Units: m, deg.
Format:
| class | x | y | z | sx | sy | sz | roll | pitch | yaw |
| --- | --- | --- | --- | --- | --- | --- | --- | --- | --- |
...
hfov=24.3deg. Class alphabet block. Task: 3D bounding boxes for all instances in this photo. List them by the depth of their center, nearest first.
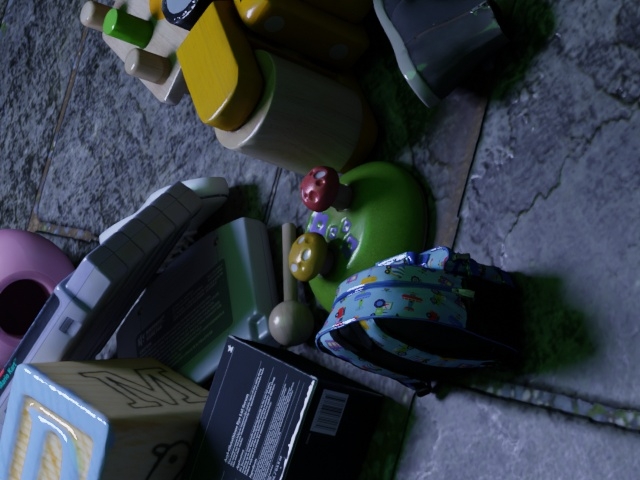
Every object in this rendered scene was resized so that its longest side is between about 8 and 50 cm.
| class | x | y | z | sx | sy | sz | roll | pitch | yaw |
| --- | --- | --- | --- | --- | --- | --- | --- | --- | --- |
| alphabet block | -0.238 | 0.253 | 1.720 | 0.193 | 0.197 | 0.192 | 27 | 108 | 42 |

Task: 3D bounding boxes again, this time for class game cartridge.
| class | x | y | z | sx | sy | sz | roll | pitch | yaw |
| --- | --- | --- | --- | --- | --- | --- | --- | --- | --- |
| game cartridge | -0.294 | 0.095 | 1.843 | 0.068 | 0.230 | 0.355 | 43 | 126 | 6 |
| game cartridge | -0.154 | 0.107 | 1.849 | 0.294 | 0.060 | 0.196 | -40 | 50 | 36 |

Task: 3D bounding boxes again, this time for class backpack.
| class | x | y | z | sx | sy | sz | roll | pitch | yaw |
| --- | --- | --- | --- | --- | --- | --- | --- | --- | --- |
| backpack | 0.085 | 0.071 | 1.439 | 0.158 | 0.173 | 0.117 | -23 | 57 | 47 |

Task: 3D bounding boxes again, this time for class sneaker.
| class | x | y | z | sx | sy | sz | roll | pitch | yaw |
| --- | --- | --- | --- | --- | --- | --- | --- | --- | --- |
| sneaker | 0.135 | -0.236 | 1.610 | 0.118 | 0.083 | 0.222 | -33 | 37 | 13 |
| sneaker | -0.196 | -0.005 | 1.939 | 0.258 | 0.094 | 0.091 | -32 | 69 | 48 |

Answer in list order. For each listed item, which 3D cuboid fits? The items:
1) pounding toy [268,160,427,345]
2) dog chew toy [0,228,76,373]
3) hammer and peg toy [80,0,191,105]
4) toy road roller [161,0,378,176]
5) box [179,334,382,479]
| class | x | y | z | sx | sy | sz | roll | pitch | yaw |
| --- | --- | --- | --- | --- | --- | --- | --- | --- | --- |
| pounding toy | 0.000 | 0.000 | 1.640 | 0.237 | 0.110 | 0.183 | -32 | 51 | 41 |
| dog chew toy | -0.477 | 0.078 | 2.176 | 0.332 | 0.207 | 0.206 | 13 | 85 | 62 |
| hammer and peg toy | -0.212 | -0.364 | 1.987 | 0.266 | 0.127 | 0.361 | -62 | 37 | 16 |
| toy road roller | -0.026 | -0.257 | 1.706 | 0.240 | 0.202 | 0.329 | -48 | 42 | 30 |
| box | -0.059 | 0.256 | 1.612 | 0.184 | 0.103 | 0.261 | 20 | 92 | 52 |
